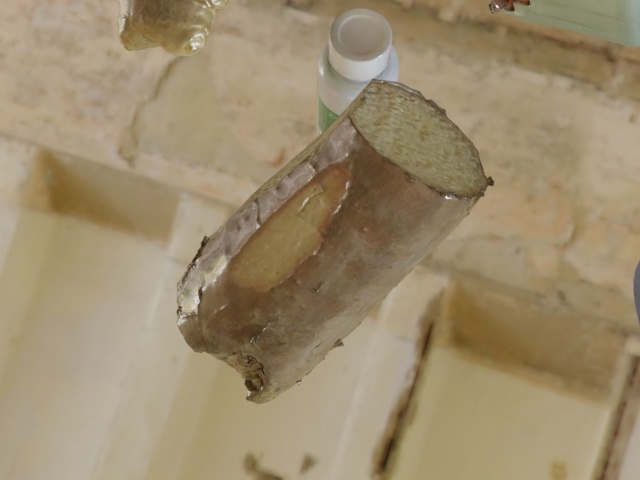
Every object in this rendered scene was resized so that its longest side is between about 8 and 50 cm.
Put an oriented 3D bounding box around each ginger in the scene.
[{"bbox_3d":[-0.092,-0.298,1.389,0.131,0.294,0.086,41,170,31],"label":"ginger"}]

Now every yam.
[{"bbox_3d":[0.001,0.001,1.006,0.129,0.238,0.128,1,-131,-55],"label":"yam"}]

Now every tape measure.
[{"bbox_3d":[0.384,-0.368,1.841,0.243,0.246,0.125,24,148,38],"label":"tape measure"}]

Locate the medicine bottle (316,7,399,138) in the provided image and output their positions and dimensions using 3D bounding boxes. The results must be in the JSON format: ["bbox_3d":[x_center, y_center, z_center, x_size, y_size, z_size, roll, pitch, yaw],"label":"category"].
[{"bbox_3d":[0.040,-0.167,1.592,0.095,0.095,0.260,17,158,8],"label":"medicine bottle"}]

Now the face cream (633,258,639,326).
[{"bbox_3d":[0.526,0.083,1.635,0.225,0.249,0.249,-22,-170,-14],"label":"face cream"}]
